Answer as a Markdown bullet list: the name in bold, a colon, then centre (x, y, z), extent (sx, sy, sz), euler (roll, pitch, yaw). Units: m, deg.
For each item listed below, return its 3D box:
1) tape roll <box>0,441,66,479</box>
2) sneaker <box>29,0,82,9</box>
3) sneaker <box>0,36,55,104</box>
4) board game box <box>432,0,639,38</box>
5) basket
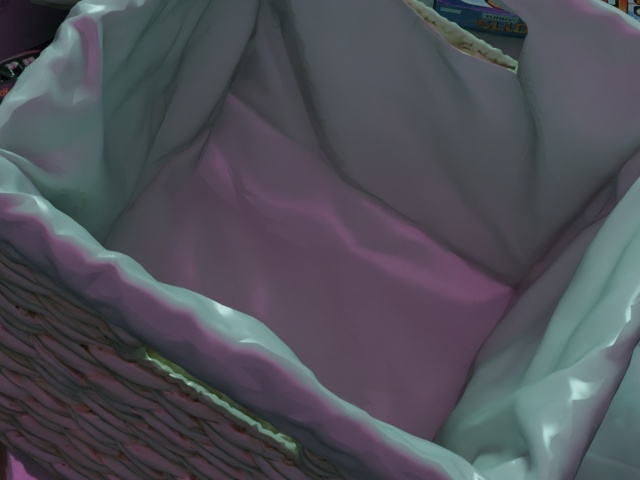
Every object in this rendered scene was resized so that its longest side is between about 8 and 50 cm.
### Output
- **tape roll**: centre (-0.294, 0.149, 0.995), extent (0.392, 0.072, 0.392), euler (1, 72, -3)
- **sneaker**: centre (-0.168, -0.288, 1.067), extent (0.110, 0.107, 0.275), euler (1, 79, 7)
- **sneaker**: centre (-0.187, -0.090, 1.045), extent (0.178, 0.077, 0.072), euler (-34, 80, 18)
- **board game box**: centre (0.187, -0.206, 1.166), extent (0.201, 0.035, 0.136), euler (8, 71, -1)
- **basket**: centre (0.000, 0.000, 0.915), extent (0.328, 0.266, 0.331), euler (32, 57, 1)
